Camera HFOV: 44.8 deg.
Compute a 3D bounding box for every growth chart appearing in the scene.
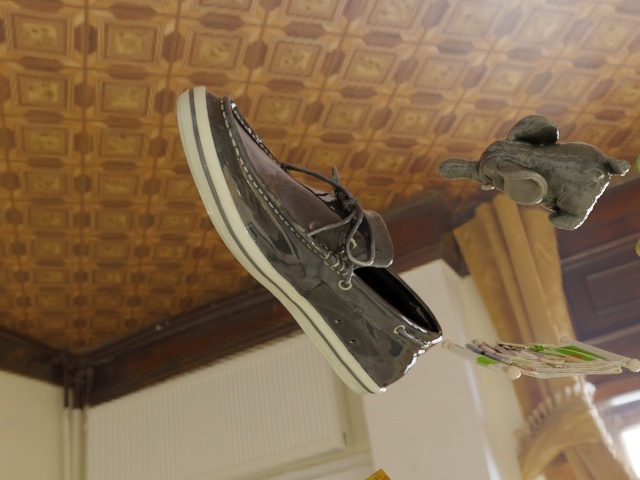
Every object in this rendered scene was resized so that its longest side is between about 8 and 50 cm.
[{"bbox_3d":[0.270,0.143,0.966,0.237,0.021,0.172,3,-175,-28],"label":"growth chart"}]

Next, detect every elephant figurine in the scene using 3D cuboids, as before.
[{"bbox_3d":[0.350,-0.122,1.317,0.239,0.169,0.186,20,116,-9],"label":"elephant figurine"}]

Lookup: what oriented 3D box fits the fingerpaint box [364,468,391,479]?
[{"bbox_3d":[0.039,0.699,1.490,0.444,0.371,0.163,-32,109,-9],"label":"fingerpaint box"}]

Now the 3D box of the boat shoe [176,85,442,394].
[{"bbox_3d":[0.000,0.000,0.949,0.155,0.187,0.500,-29,124,12],"label":"boat shoe"}]

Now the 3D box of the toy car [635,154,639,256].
[{"bbox_3d":[0.540,-0.073,1.203,0.239,0.225,0.053,-32,-164,-27],"label":"toy car"}]
